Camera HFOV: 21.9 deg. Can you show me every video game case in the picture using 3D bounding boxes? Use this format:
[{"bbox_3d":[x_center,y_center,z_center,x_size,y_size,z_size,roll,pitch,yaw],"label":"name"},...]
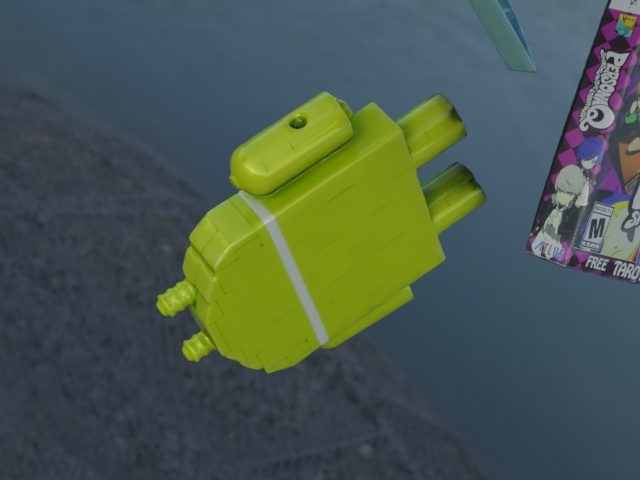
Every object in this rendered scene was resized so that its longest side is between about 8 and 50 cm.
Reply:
[{"bbox_3d":[0.250,-0.069,1.081,0.232,0.210,0.042,13,8,-43],"label":"video game case"}]

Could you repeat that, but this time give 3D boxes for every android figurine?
[{"bbox_3d":[0.000,0.000,1.282,0.273,0.248,0.056,-34,51,-7],"label":"android figurine"}]

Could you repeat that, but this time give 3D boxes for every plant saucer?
[{"bbox_3d":[0.074,-0.177,0.947,0.192,0.018,0.067,52,19,-38],"label":"plant saucer"}]
